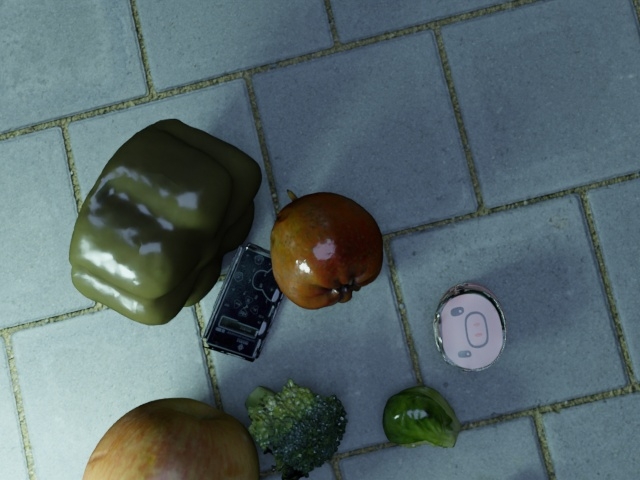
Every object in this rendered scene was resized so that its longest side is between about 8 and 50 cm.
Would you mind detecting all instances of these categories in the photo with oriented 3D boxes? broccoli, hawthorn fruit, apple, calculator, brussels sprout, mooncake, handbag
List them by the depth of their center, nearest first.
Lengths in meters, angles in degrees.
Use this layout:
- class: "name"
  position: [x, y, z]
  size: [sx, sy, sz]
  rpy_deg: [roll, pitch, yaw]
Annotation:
- class: "apple"
  position: [-0.322, 0.535, 1.677]
  size: [0.391, 0.391, 0.347]
  rpy_deg: [18, 82, 6]
- class: "mooncake"
  position: [-0.339, -0.032, 1.695]
  size: [0.262, 0.467, 0.467]
  rpy_deg: [31, 88, 7]
- class: "hawthorn fruit"
  position: [0.000, 0.000, 1.771]
  size: [0.277, 0.277, 0.298]
  rpy_deg: [-34, 74, 1]
- class: "brussels sprout"
  position: [0.236, 0.418, 1.771]
  size: [0.183, 0.131, 0.146]
  rpy_deg: [-5, 90, 8]
- class: "broccoli"
  position: [-0.083, 0.437, 1.773]
  size: [0.243, 0.263, 0.247]
  rpy_deg: [31, 121, 34]
- class: "handbag"
  position: [0.357, 0.203, 1.790]
  size: [0.179, 0.116, 0.205]
  rpy_deg: [-9, 85, 4]
- class: "calculator"
  position: [-0.176, 0.150, 1.834]
  size: [0.165, 0.028, 0.274]
  rpy_deg: [23, 88, -33]
